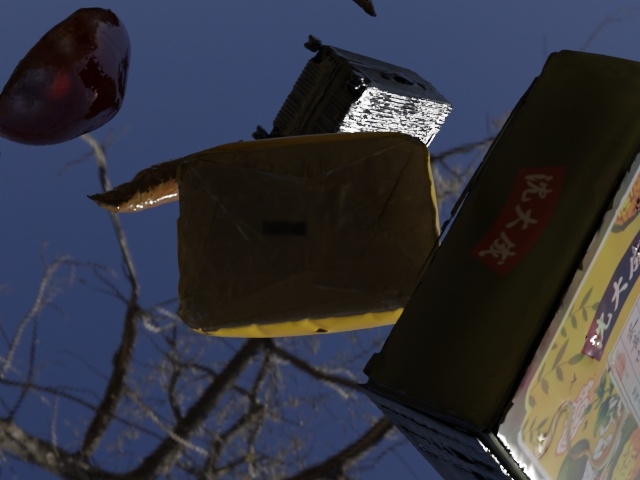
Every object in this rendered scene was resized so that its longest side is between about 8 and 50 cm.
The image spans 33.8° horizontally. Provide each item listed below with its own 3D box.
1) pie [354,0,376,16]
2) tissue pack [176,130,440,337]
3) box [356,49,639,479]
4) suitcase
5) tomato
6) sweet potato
[{"bbox_3d":[-0.003,-0.256,0.904,0.034,0.170,0.092,-39,-112,9],"label":"pie"},{"bbox_3d":[0.000,0.000,1.314,0.293,0.228,0.382,-6,178,5],"label":"tissue pack"},{"bbox_3d":[0.251,0.090,1.031,0.138,0.420,0.373,20,-112,37],"label":"box"},{"bbox_3d":[0.071,-0.229,1.989,0.335,0.229,0.152,4,-144,-52],"label":"suitcase"},{"bbox_3d":[-0.237,-0.155,1.051,0.082,0.166,0.174,45,-149,-1],"label":"tomato"},{"bbox_3d":[-0.217,-0.087,1.526,0.072,0.066,0.314,-2,-167,40],"label":"sweet potato"}]
